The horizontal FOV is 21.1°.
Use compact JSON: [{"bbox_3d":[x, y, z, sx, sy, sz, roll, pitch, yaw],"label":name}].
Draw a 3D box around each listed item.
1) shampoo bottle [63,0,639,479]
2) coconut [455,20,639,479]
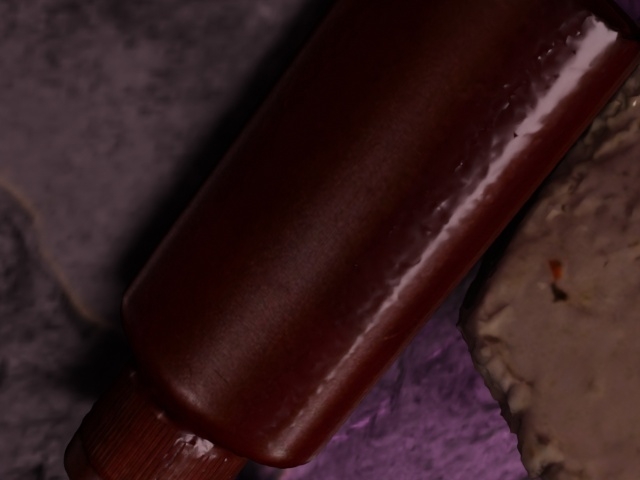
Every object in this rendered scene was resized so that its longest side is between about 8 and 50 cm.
[{"bbox_3d":[0.000,0.000,0.620,0.260,0.102,0.064,-53,160,18],"label":"shampoo bottle"},{"bbox_3d":[0.217,0.029,0.632,0.297,0.297,0.254,-43,143,10],"label":"coconut"}]
